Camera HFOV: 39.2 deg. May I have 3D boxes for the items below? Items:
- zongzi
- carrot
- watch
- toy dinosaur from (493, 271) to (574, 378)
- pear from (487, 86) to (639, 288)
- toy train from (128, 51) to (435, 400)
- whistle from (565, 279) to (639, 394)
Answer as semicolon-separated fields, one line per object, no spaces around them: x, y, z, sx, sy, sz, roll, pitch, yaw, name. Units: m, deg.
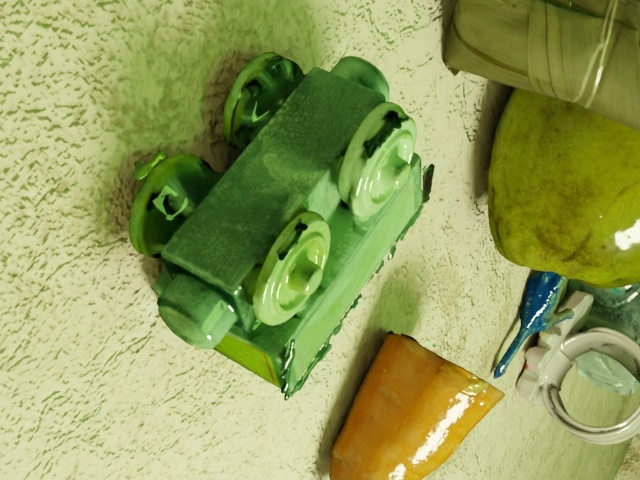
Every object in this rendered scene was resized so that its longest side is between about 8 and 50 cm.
0.390;-0.311;0.981;0.447;0.418;0.181;-58;169;-12;zongzi
0.093;0.232;1.085;0.225;0.159;0.159;-54;148;-7;carrot
0.506;0.239;1.658;0.244;0.231;0.196;-59;146;-5;watch
0.363;0.102;1.512;0.188;0.075;0.248;-30;139;-37;toy dinosaur
0.400;-0.123;1.177;0.413;0.352;0.352;-59;150;2;pear
-0.026;-0.019;0.721;0.272;0.159;0.188;-54;157;-23;toy train
0.594;0.167;1.820;0.188;0.168;0.405;-32;134;-47;whistle
